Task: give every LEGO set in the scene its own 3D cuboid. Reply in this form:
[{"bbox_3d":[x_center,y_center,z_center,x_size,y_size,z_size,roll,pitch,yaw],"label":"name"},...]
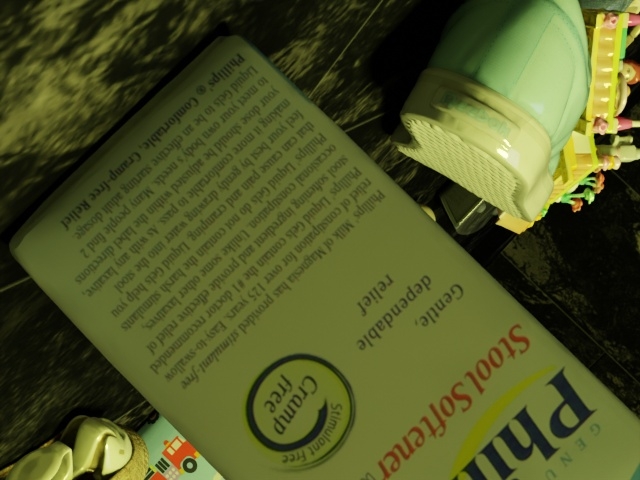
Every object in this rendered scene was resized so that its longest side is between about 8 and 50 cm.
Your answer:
[{"bbox_3d":[0.232,-0.102,1.173,0.107,0.132,0.287,-2,128,-16],"label":"LEGO set"}]

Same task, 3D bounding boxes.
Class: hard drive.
[{"bbox_3d":[0.218,-0.083,1.772,0.172,0.054,0.255,-47,171,9],"label":"hard drive"}]

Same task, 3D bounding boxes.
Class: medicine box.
[{"bbox_3d":[0.014,0.073,0.753,0.149,0.289,0.263,-45,171,-5],"label":"medicine box"}]

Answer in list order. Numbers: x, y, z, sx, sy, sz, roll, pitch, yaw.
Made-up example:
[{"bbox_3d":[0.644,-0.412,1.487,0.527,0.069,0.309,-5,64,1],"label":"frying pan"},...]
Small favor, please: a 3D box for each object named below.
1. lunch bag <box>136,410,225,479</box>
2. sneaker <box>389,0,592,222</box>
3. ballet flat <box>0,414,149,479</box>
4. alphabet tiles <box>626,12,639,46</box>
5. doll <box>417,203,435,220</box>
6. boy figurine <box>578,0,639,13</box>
[{"bbox_3d":[-0.081,0.305,1.347,0.221,0.293,0.138,-46,171,4],"label":"lunch bag"},{"bbox_3d":[0.142,-0.108,1.067,0.150,0.135,0.366,-58,179,0],"label":"sneaker"},{"bbox_3d":[-0.177,0.164,1.023,0.206,0.073,0.067,-38,154,-60],"label":"ballet flat"},{"bbox_3d":[0.335,-0.245,1.525,0.285,0.011,0.342,-48,-178,13],"label":"alphabet tiles"},{"bbox_3d":[0.081,0.046,1.603,0.189,0.046,0.129,-66,-156,16],"label":"doll"},{"bbox_3d":[0.299,-0.250,1.287,0.285,0.092,0.177,-42,168,-6],"label":"boy figurine"}]
